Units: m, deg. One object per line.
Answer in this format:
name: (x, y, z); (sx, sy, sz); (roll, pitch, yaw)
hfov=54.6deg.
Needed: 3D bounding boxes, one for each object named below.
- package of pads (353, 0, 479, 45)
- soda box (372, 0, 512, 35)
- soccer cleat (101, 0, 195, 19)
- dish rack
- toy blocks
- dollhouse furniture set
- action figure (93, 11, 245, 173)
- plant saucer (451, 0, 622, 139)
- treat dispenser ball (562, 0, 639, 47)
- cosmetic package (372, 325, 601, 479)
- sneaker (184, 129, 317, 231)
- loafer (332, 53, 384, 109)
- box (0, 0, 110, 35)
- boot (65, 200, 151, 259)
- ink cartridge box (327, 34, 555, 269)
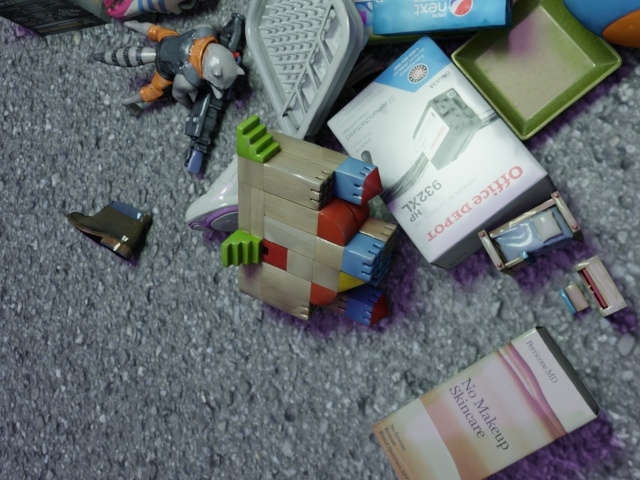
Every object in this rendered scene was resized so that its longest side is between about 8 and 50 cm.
package of pads: (0.139, -0.465, 1.076); (0.297, 0.101, 0.229); (5, 101, 25)
soda box: (0.190, -0.365, 0.975); (0.210, 0.067, 0.071); (4, 105, 25)
soccer cleat: (-0.363, -0.532, 1.352); (0.331, 0.143, 0.115); (11, 88, 50)
dish rack: (-0.028, -0.366, 1.086); (0.332, 0.073, 0.285); (67, 148, 26)
toy blocks: (0.000, 0.000, 1.012); (0.261, 0.190, 0.381); (21, 131, 19)
dollhouse furniture set: (0.346, 0.044, 0.923); (0.129, 0.129, 0.183); (-31, 72, 19)
action figure: (-0.297, -0.319, 1.255); (0.330, 0.179, 0.341); (7, 84, 36)
plant saucer: (0.343, -0.287, 0.997); (0.188, 0.045, 0.188); (-40, 80, 15)
treat dispenser ball: (0.464, -0.408, 0.834); (0.288, 0.288, 0.287); (-3, 82, 25)
cosmetic package: (0.249, 0.269, 0.941); (0.296, 0.129, 0.153); (-38, 68, 16)
sneaker: (-0.133, -0.119, 1.199); (0.305, 0.114, 0.152); (-28, 61, 14)
loafer: (0.064, -0.287, 1.148); (0.125, 0.045, 0.039); (-46, 74, 11)
box: (-0.635, -0.550, 1.436); (0.231, 0.183, 0.056); (0, 85, 26)
boot: (-0.465, -0.041, 1.366); (0.219, 0.082, 0.106); (25, 73, 30)
ink cartridge box: (0.193, -0.139, 1.018); (0.223, 0.129, 0.307); (-39, 69, 16)
